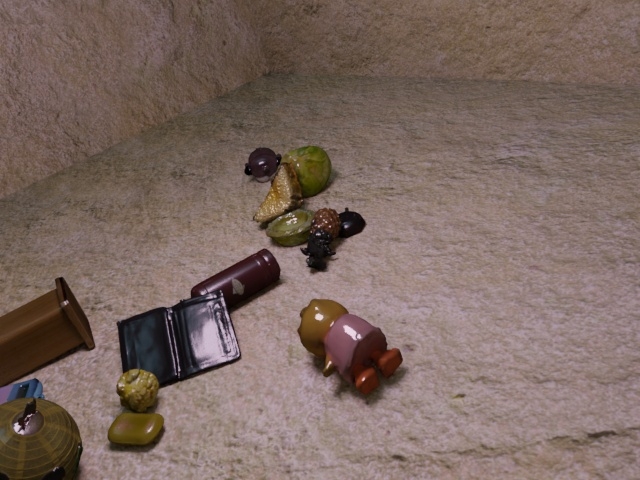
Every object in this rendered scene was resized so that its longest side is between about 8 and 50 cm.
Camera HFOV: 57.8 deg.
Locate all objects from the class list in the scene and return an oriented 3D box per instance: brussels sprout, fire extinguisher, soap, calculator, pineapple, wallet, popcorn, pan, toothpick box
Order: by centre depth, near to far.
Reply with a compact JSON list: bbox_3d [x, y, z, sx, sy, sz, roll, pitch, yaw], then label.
[{"bbox_3d":[-0.444,0.454,1.398,0.140,0.045,0.089,-3,36,18],"label":"soap"},{"bbox_3d":[-0.465,0.380,1.467,0.120,0.116,0.106,-6,71,33],"label":"popcorn"},{"bbox_3d":[-0.890,0.466,1.571,0.293,0.051,0.173,-16,28,-1],"label":"calculator"},{"bbox_3d":[-0.400,0.275,1.616,0.323,0.041,0.247,-17,53,-6],"label":"wallet"},{"bbox_3d":[-0.872,0.285,1.747,0.308,0.190,0.187,-28,34,-15],"label":"toothpick box"},{"bbox_3d":[-0.281,0.154,1.771,0.337,0.114,0.135,-28,60,-23],"label":"fire extinguisher"},{"bbox_3d":[0.000,0.000,1.893,0.119,0.111,0.237,24,44,-9],"label":"pineapple"},{"bbox_3d":[0.076,-0.078,2.064,0.128,0.048,0.202,-23,30,-12],"label":"pan"},{"bbox_3d":[-0.051,-0.283,2.317,0.223,0.223,0.161,-31,52,-26],"label":"brussels sprout"}]

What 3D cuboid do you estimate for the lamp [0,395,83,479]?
[{"bbox_3d":[-0.642,0.449,1.262,0.250,0.284,0.250,19,30,-11],"label":"lamp"}]

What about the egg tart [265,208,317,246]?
[{"bbox_3d":[-0.099,-0.042,2.053,0.197,0.078,0.197,-13,27,7],"label":"egg tart"}]

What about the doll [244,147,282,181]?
[{"bbox_3d":[-0.257,-0.344,2.593,0.182,0.117,0.257,-19,29,-4],"label":"doll"}]

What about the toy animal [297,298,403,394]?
[{"bbox_3d":[0.045,0.241,1.419,0.195,0.169,0.281,-30,34,-30],"label":"toy animal"}]

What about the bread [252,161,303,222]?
[{"bbox_3d":[-0.133,-0.159,2.159,0.133,0.252,0.174,29,9,11],"label":"bread"}]
